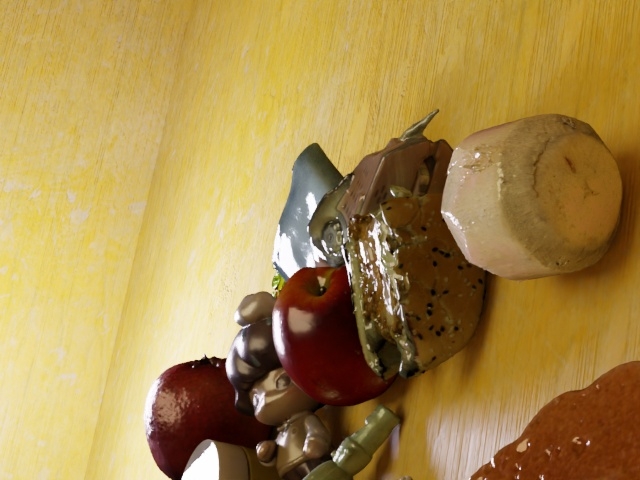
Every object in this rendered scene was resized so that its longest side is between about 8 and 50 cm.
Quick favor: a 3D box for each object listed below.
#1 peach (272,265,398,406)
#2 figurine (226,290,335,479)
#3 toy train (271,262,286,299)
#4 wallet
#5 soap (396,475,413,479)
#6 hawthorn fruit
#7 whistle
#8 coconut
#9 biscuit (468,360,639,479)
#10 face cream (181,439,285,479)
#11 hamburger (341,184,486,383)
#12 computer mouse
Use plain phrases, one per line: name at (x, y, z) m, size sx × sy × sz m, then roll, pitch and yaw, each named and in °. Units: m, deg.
peach at (0.024, 0.158, 1.845) m, size 0.243 × 0.199 × 0.243 m, roll 49°, pitch 156°, yaw 32°
figurine at (-0.066, 0.294, 1.985) m, size 0.218 × 0.206 × 0.365 m, roll 120°, pitch 155°, yaw -49°
toy train at (-0.070, 0.131, 2.317) m, size 0.085 × 0.053 × 0.249 m, roll -36°, pitch 42°, yaw 48°
wallet at (-0.001, 0.000, 2.108) m, size 0.251 × 0.054 × 0.290 m, roll 52°, pitch 135°, yaw 48°
soap at (0.114, 0.486, 1.575) m, size 0.173 × 0.089 × 0.274 m, roll -55°, pitch 28°, yaw 39°
hawthorn fruit at (-0.223, 0.385, 2.259) m, size 0.265 × 0.265 × 0.307 m, roll -159°, pitch 65°, yaw -68°
whistle at (0.032, 0.369, 1.790) m, size 0.258 × 0.067 × 0.126 m, roll -50°, pitch -21°, yaw -4°
coconut at (0.260, -0.050, 1.449) m, size 0.234 × 0.224 × 0.224 m, roll -5°, pitch 69°, yaw 54°
biscuit at (0.278, 0.314, 1.201) m, size 0.455 × 0.078 × 0.350 m, roll -40°, pitch 33°, yaw 26°
face cream at (-0.146, 0.488, 2.069) m, size 0.218 × 0.179 × 0.218 m, roll -48°, pitch 33°, yaw 46°
hamburger at (0.151, 0.056, 1.690) m, size 0.167 × 0.192 × 0.288 m, roll 161°, pitch 97°, yaw -70°
computer mouse at (0.118, -0.050, 1.845) m, size 0.389 × 0.199 × 0.115 m, roll -57°, pitch 47°, yaw 38°
